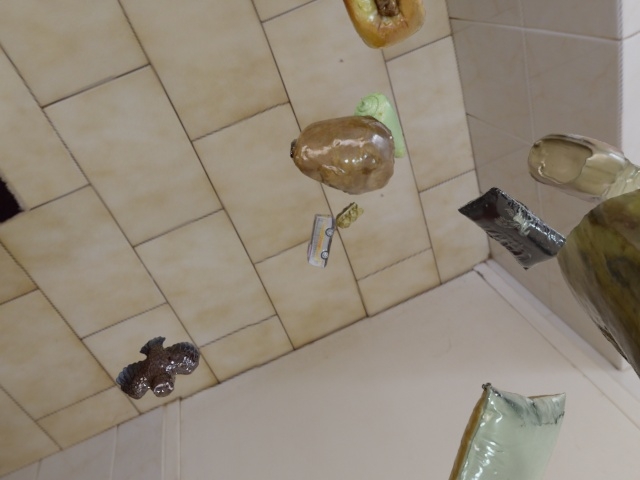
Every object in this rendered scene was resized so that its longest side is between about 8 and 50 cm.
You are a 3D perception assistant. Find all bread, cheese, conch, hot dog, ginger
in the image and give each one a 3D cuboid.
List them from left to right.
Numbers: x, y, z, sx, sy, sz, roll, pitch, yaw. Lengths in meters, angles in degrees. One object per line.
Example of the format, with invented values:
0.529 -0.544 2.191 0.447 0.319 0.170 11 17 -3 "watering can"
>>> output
0.100 -0.088 1.762 0.110 0.066 0.060 -43 147 11 "bread"
0.080 -0.236 1.320 0.269 0.201 0.223 25 132 -39 "ginger"
0.139 -0.730 1.295 0.185 0.406 0.223 -17 165 27 "hot dog"
0.183 -0.357 1.503 0.250 0.143 0.137 13 105 -59 "conch"
0.460 -0.098 0.804 0.286 0.163 0.082 13 104 -33 "cheese"

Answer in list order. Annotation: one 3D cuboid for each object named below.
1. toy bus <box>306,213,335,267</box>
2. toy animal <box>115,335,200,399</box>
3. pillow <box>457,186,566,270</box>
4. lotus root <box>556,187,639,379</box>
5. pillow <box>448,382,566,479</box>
0.000 0.000 1.589 0.072 0.057 0.172 8 106 -11 "toy bus"
-0.412 0.323 1.248 0.218 0.179 0.116 -19 99 -16 "toy animal"
0.402 -0.025 1.021 0.208 0.141 0.055 39 60 -4 "pillow"
0.398 0.099 0.455 0.250 0.346 0.250 -8 146 -6 "lotus root"
0.405 0.466 1.076 0.312 0.119 0.310 17 91 -32 "pillow"
